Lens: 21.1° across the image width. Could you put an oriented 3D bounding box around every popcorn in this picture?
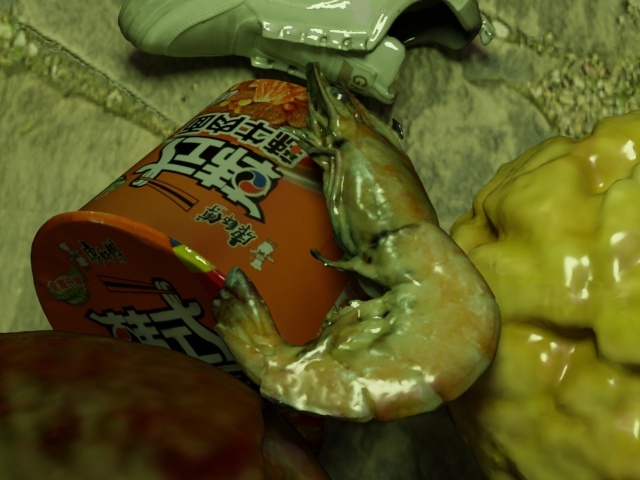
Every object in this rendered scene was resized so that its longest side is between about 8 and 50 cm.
[{"bbox_3d":[0.273,0.089,1.158,0.344,0.354,0.390,-42,117,-22],"label":"popcorn"}]

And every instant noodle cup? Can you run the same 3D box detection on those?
[{"bbox_3d":[-0.052,0.018,1.239,0.250,0.250,0.192,33,57,11],"label":"instant noodle cup"}]

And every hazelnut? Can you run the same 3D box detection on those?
[{"bbox_3d":[-0.190,0.237,1.051,0.429,0.402,0.402,-31,70,-13],"label":"hazelnut"}]

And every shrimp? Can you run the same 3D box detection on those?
[{"bbox_3d":[0.000,0.000,1.094,0.169,0.058,0.296,-14,50,-14],"label":"shrimp"}]

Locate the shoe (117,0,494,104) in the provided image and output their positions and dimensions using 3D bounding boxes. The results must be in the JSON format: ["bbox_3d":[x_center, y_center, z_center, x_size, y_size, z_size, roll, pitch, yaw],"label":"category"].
[{"bbox_3d":[0.005,-0.172,1.403,0.316,0.124,0.159,-20,73,-15],"label":"shoe"}]
